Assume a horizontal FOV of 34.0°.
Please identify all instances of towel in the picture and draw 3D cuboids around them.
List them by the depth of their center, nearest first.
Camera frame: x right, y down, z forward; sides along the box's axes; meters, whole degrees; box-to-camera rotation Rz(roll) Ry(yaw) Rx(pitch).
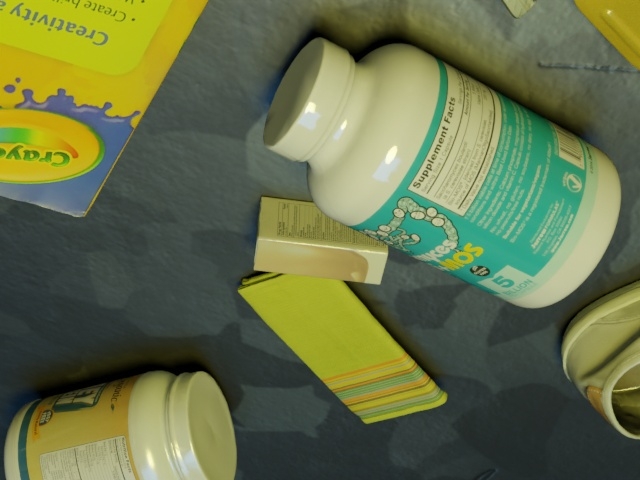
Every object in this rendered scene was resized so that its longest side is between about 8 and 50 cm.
[{"bbox_3d":[0.026,0.102,1.031,0.102,0.021,0.237,-20,129,29],"label":"towel"}]

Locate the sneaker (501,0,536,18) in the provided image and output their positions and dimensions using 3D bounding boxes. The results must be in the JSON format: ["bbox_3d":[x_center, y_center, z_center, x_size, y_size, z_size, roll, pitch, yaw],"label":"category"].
[{"bbox_3d":[0.128,-0.223,0.739,0.058,0.052,0.135,-34,131,15],"label":"sneaker"}]

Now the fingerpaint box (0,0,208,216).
[{"bbox_3d":[-0.273,-0.236,0.575,0.444,0.163,0.371,13,129,-32],"label":"fingerpaint box"}]

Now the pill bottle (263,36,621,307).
[{"bbox_3d":[0.091,-0.058,0.816,0.264,0.146,0.146,25,127,-19],"label":"pill bottle"}]

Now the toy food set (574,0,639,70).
[{"bbox_3d":[0.277,-0.181,0.765,0.218,0.071,0.128,38,146,-26],"label":"toy food set"}]

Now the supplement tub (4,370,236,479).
[{"bbox_3d":[-0.200,0.214,1.059,0.199,0.144,0.144,-15,130,13],"label":"supplement tub"}]

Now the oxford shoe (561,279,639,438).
[{"bbox_3d":[0.427,0.056,0.929,0.449,0.130,0.169,-31,123,23],"label":"oxford shoe"}]

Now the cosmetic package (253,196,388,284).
[{"bbox_3d":[0.000,0.000,0.925,0.115,0.060,0.041,7,132,-4],"label":"cosmetic package"}]
